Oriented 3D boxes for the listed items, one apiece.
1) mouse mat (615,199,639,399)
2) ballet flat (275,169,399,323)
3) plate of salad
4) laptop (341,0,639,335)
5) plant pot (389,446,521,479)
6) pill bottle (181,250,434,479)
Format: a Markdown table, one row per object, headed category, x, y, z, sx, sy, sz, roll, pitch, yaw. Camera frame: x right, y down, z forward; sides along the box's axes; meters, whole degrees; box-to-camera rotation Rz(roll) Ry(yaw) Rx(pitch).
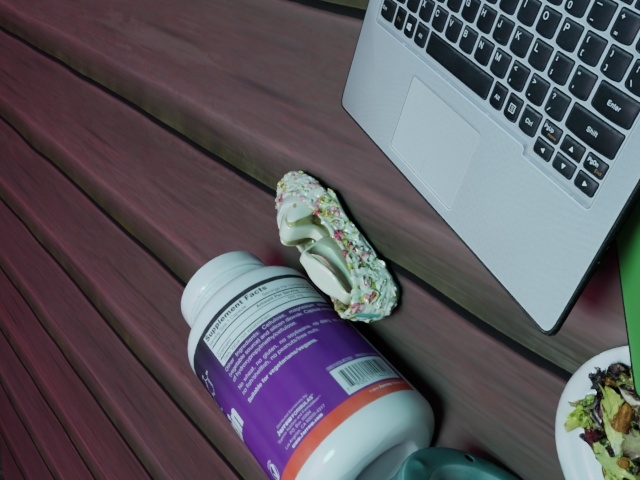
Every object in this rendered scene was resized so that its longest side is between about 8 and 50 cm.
| category | x | y | z | sx | sy | sz | roll | pitch | yaw |
| --- | --- | --- | --- | --- | --- | --- | --- | --- | --- |
| mouse mat | 0.229 | 0.023 | 0.447 | 0.190 | 0.007 | 0.153 | 72 | -163 | -72 |
| ballet flat | 0.000 | 0.000 | 0.797 | 0.241 | 0.077 | 0.091 | 49 | 134 | 33 |
| plate of salad | 0.267 | 0.181 | 0.532 | 0.199 | 0.048 | 0.200 | 18 | 113 | 49 |
| laptop | 0.054 | -0.196 | 0.485 | 0.382 | 0.236 | 0.408 | 58 | 141 | 44 |
| plant pot | 0.105 | 0.347 | 0.628 | 0.271 | 0.271 | 0.255 | 39 | 112 | 39 |
| pill bottle | -0.033 | 0.154 | 0.793 | 0.323 | 0.181 | 0.182 | 43 | 130 | 37 |
